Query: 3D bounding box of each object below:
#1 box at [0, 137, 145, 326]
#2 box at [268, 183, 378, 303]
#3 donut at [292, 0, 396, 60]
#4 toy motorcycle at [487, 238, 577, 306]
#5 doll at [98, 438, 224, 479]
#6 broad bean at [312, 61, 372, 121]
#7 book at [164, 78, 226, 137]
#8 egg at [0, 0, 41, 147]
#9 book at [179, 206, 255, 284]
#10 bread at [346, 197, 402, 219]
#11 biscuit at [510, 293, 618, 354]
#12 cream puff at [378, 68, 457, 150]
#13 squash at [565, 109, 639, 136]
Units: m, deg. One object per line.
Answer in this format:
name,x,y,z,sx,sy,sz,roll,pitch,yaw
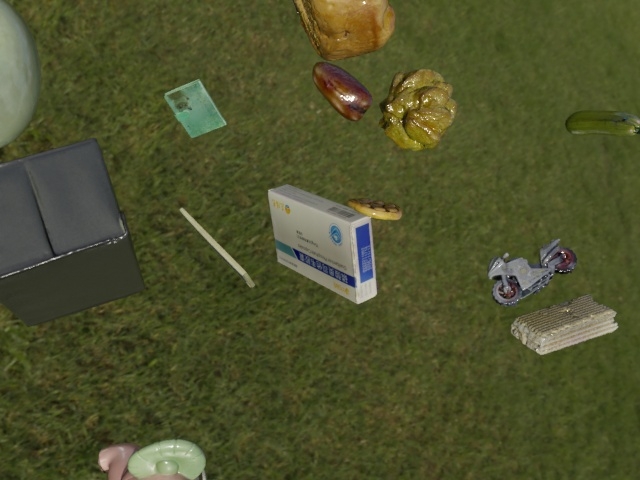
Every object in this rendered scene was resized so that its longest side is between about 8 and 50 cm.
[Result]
box,-0.486,-0.003,1.366,0.251,0.345,0.204,-19,75,-15
box,0.000,0.000,1.758,0.065,0.343,0.200,-20,116,-30
donut,0.021,-0.483,1.336,0.317,0.150,0.299,-118,-173,-52
toy motorcycle,0.475,0.064,1.694,0.122,0.215,0.080,58,-7,27
doll,-0.336,0.515,1.578,0.216,0.269,0.284,-102,169,-49
broad bean,0.046,-0.352,1.710,0.165,0.084,0.114,50,12,27
book,-0.303,-0.314,1.776,0.017,0.103,0.135,-96,162,-47
egg,-0.730,-0.362,1.570,0.258,0.259,0.352,-47,148,-51
book,-0.261,0.027,1.907,0.228,0.018,0.322,44,-7,6
bread,0.103,-0.061,1.399,0.110,0.110,0.024,-4,109,-50
biscuit,0.558,0.188,1.686,0.239,0.108,0.061,-13,118,-23
cream puff,0.273,-0.372,2.117,0.196,0.244,0.244,24,49,-14
squash,0.527,-0.214,1.361,0.052,0.183,0.052,-8,105,-30
